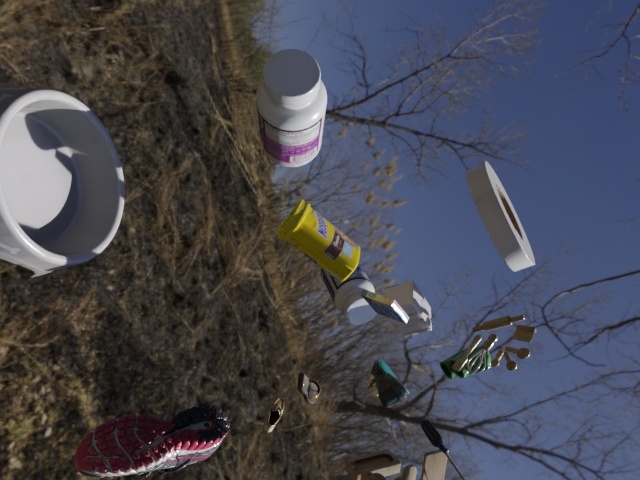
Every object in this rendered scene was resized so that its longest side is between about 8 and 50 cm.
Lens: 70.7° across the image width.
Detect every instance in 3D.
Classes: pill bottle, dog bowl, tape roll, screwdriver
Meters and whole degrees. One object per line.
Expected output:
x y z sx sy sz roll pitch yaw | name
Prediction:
-0.071 -0.318 1.111 0.301 0.170 0.169 103 -27 -72 | pill bottle
-0.487 -0.107 0.806 0.349 0.103 0.347 -1 90 -78 | dog bowl
0.611 -0.083 1.530 0.392 0.072 0.391 41 35 -38 | tape roll
0.105 0.169 1.627 0.264 0.153 0.153 -117 -163 -52 | pill bottle
0.220 0.364 0.754 0.024 0.025 0.170 56 -7 -31 | screwdriver

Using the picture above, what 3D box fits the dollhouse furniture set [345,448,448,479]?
0.155 0.462 0.948 0.151 0.144 0.123 28 -66 61 | dollhouse furniture set

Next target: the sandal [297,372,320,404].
-0.033 0.555 1.700 0.219 0.060 0.089 70 17 -49 | sandal

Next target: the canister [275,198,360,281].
0.000 0.000 0.960 0.170 0.073 0.126 38 21 -9 | canister

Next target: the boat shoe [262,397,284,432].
-0.154 0.601 1.569 0.045 0.050 0.135 -55 -175 36 | boat shoe

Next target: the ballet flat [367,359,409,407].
0.135 0.313 0.984 0.203 0.074 0.074 162 -84 -87 | ballet flat

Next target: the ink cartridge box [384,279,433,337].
0.252 0.201 1.283 0.143 0.092 0.089 54 31 -29 | ink cartridge box

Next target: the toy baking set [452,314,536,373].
0.515 0.312 1.356 0.030 0.256 0.196 51 40 -20 | toy baking set

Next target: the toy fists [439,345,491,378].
0.561 0.467 1.715 0.096 0.142 0.279 61 -8 17 | toy fists

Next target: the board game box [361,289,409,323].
0.151 0.154 1.052 0.090 0.020 0.090 13 -27 44 | board game box

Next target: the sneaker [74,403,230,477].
-0.331 0.427 0.913 0.121 0.300 0.111 50 -59 43 | sneaker
